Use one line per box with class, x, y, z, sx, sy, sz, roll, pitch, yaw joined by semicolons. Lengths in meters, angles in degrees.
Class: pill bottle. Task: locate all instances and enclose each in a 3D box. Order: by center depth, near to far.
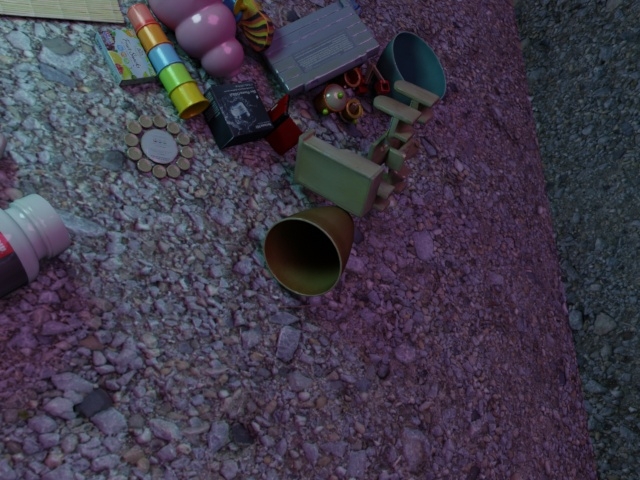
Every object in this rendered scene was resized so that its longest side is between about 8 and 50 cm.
pill bottle;-0.646;0.040;0.872;0.318;0.176;0.176;-41;100;-40

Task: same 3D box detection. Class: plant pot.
plant pot;0.000;0.000;1.380;0.237;0.237;0.254;57;35;-7
plant pot;0.319;-0.625;1.852;0.290;0.195;0.290;14;66;-33

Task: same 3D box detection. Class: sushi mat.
sushi mat;-0.673;-0.626;1.199;0.317;0.019;0.151;-17;86;-41

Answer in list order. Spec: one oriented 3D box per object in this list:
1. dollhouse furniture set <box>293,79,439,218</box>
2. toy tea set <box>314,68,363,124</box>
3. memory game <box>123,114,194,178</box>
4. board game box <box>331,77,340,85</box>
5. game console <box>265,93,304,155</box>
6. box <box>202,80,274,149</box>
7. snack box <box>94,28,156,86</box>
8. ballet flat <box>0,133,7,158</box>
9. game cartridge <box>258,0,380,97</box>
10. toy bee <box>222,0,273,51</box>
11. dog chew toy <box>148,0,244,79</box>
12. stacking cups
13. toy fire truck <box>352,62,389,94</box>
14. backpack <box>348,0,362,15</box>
dollhouse furniture set;0.136;-0.281;1.504;0.257;0.362;0.394;31;49;17
toy tea set;0.077;-0.578;1.645;0.200;0.124;0.335;-5;92;-31
memory game;-0.425;-0.248;1.257;0.186;0.012;0.186;14;65;-34
board game box;0.027;-0.667;1.736;0.170;0.048;0.141;28;59;-28
game console;-0.111;-0.353;1.452;0.085;0.144;0.124;21;62;-32
box;-0.246;-0.367;1.388;0.156;0.093;0.158;-26;92;-41
snack box;-0.515;-0.485;1.257;0.100;0.037;0.141;-29;92;-42
ballet flat;-0.712;-0.225;0.977;0.096;0.095;0.280;-16;84;-52
game cartridge;-0.007;-0.634;1.569;0.355;0.068;0.230;-30;84;-11
toy bee;-0.242;-0.733;1.439;0.298;0.162;0.195;35;29;-25
dog chew toy;-0.336;-0.616;1.346;0.206;0.207;0.331;-48;116;-38
stacking cups;-0.425;-0.491;1.293;0.096;0.096;0.316;-34;95;-40
toy fire truck;0.173;-0.614;1.775;0.047;0.135;0.192;-13;82;-40
backpack;0.089;-0.815;1.758;0.117;0.173;0.158;48;50;-14
